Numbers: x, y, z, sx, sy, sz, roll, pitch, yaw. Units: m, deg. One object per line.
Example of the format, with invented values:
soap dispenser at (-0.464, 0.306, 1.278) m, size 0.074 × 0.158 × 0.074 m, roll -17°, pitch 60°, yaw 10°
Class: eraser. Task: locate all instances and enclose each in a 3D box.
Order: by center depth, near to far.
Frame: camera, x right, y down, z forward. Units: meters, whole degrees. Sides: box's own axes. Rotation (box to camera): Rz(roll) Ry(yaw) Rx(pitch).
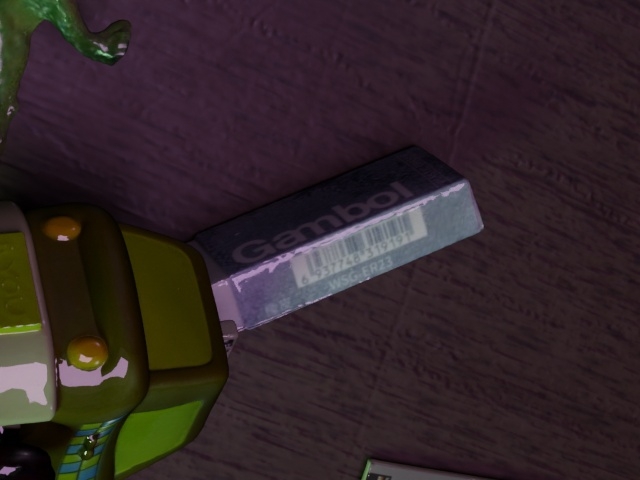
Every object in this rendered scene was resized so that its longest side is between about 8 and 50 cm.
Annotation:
eraser at (0.000, 0.000, 1.270) m, size 0.212 × 0.092 × 0.046 m, roll -22°, pitch 115°, yaw -14°

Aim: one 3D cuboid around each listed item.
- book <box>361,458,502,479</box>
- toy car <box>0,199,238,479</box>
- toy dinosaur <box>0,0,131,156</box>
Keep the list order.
book at (0.097, 0.242, 1.436) m, size 0.182 × 0.014 × 0.127 m, roll 12°, pitch 103°, yaw -25°
toy car at (-0.152, 0.081, 1.157) m, size 0.198 × 0.204 × 0.248 m, roll -5°, pitch 151°, yaw -21°
toy dinosaur at (-0.227, -0.248, 1.099) m, size 0.301 × 0.087 × 0.447 m, roll 22°, pitch 92°, yaw -27°
